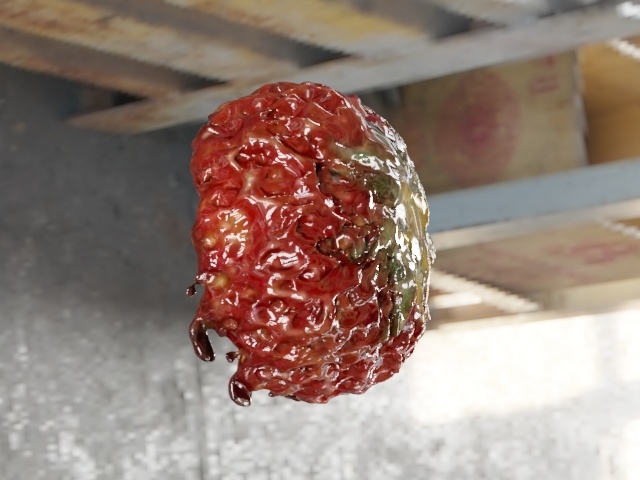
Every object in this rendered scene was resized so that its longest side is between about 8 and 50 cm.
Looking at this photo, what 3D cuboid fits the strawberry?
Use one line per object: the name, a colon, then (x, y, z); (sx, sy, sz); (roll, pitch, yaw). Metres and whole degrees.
strawberry: (0.000, 0.000, 0.841); (0.145, 0.086, 0.145); (-6, 90, -74)
